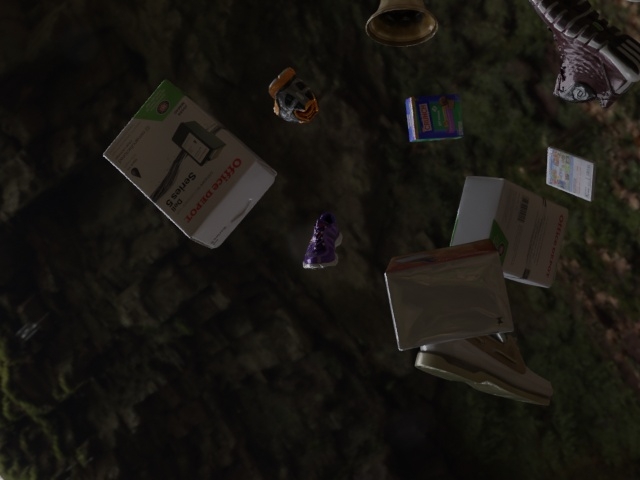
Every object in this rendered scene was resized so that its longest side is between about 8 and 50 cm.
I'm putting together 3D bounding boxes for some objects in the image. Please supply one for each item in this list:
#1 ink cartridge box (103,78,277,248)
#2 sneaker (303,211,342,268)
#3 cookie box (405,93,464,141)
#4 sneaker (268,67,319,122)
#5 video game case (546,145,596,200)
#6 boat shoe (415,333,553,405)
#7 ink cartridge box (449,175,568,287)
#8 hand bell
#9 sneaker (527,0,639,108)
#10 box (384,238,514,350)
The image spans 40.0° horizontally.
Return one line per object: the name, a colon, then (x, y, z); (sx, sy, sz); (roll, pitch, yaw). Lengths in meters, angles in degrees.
ink cartridge box: (-0.253, -0.148, 1.707); (0.273, 0.198, 0.115); (41, -177, 21)
sneaker: (0.000, 0.000, 1.700); (0.170, 0.068, 0.071); (-77, -21, -60)
cookie box: (0.236, -0.253, 1.817); (0.040, 0.107, 0.092); (159, 105, -79)
sneaker: (-0.041, -0.262, 1.710); (0.083, 0.084, 0.215); (42, -176, 11)
video game case: (0.525, -0.141, 1.843); (0.011, 0.087, 0.122); (-23, -147, -28)
boat shoe: (0.289, 0.200, 1.460); (0.302, 0.113, 0.103); (25, -106, -37)
ink cartridge box: (0.351, -0.013, 1.624); (0.219, 0.092, 0.160); (18, -95, -43)
hand bell: (0.144, -0.482, 1.562); (0.126, 0.126, 0.242); (20, -116, -45)
sneaker: (0.432, -0.340, 1.563); (0.106, 0.162, 0.281); (-29, -111, -35)
box: (0.150, 0.059, 1.033); (0.170, 0.130, 0.091); (-33, -68, -82)
